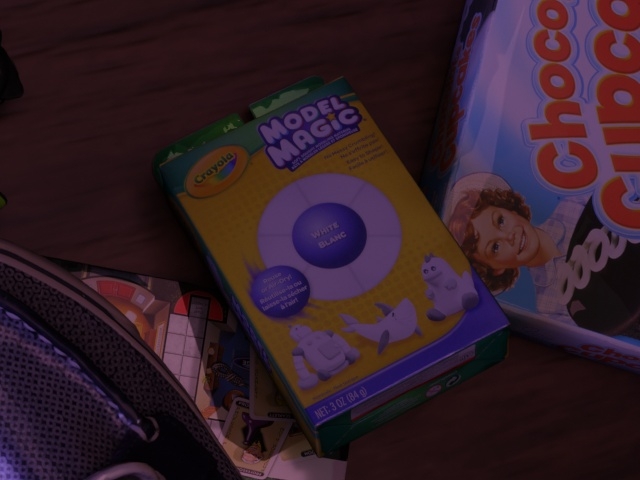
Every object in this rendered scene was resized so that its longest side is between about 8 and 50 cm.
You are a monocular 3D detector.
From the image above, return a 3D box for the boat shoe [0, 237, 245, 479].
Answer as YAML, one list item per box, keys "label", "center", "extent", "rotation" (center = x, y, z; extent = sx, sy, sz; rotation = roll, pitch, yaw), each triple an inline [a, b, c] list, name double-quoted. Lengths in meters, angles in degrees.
- label: "boat shoe"
  center: [-0.071, 0.137, 0.756]
  extent: [0.127, 0.158, 0.340]
  rotation: [-43, 106, -5]

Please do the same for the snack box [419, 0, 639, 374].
- label: "snack box"
  center: [0.167, -0.099, 0.947]
  extent: [0.187, 0.060, 0.322]
  rotation: [17, 78, -13]

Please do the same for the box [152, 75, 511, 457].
- label: "box"
  center: [0.000, 0.000, 0.854]
  extent: [0.105, 0.043, 0.179]
  rotation: [-27, 62, -12]

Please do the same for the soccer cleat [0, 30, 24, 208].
- label: "soccer cleat"
  center: [-0.177, -0.096, 0.845]
  extent: [0.072, 0.060, 0.179]
  rotation: [1, 88, -28]

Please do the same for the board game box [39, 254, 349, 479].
- label: "board game box"
  center: [-0.110, 0.079, 0.853]
  extent: [0.260, 0.030, 0.136]
  rotation: [11, 82, -16]
